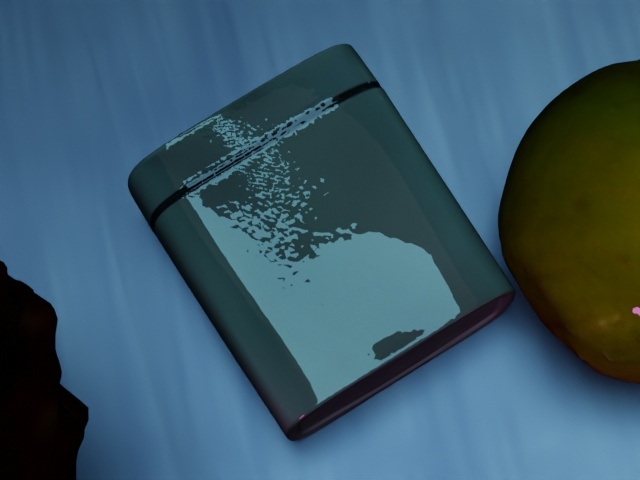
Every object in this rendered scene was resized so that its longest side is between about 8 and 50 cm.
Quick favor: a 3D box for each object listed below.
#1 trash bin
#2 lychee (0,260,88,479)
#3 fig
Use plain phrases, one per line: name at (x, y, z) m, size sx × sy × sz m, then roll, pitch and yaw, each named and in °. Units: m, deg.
trash bin at (0.000, 0.000, 0.741) m, size 0.116 × 0.059 × 0.130 m, roll -32°, pitch 76°, yaw -6°
lychee at (-0.269, 0.148, 0.538) m, size 0.424 × 0.500 × 0.424 m, roll 15°, pitch 36°, yaw -11°
fig at (0.148, -0.009, 0.710) m, size 0.153 × 0.121 × 0.136 m, roll -2°, pitch 77°, yaw 26°
